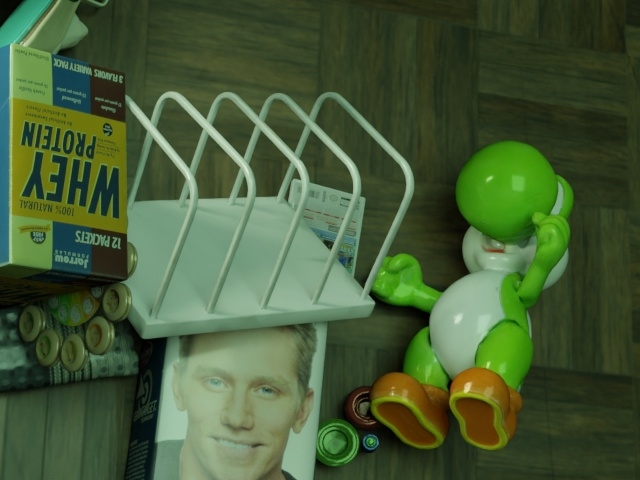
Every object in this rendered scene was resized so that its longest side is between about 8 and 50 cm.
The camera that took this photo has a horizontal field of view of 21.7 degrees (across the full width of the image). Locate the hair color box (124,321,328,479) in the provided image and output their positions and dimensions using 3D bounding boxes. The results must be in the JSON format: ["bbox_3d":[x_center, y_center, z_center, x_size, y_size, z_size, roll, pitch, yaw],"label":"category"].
[{"bbox_3d":[-0.101,0.222,1.691,0.174,0.105,0.347,11,72,-19],"label":"hair color box"}]

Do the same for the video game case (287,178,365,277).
[{"bbox_3d":[0.000,0.000,1.839,0.087,0.011,0.122,15,71,-17],"label":"video game case"}]

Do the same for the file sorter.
[{"bbox_3d":[-0.080,-0.039,1.653,0.277,0.173,0.193,-4,38,-38],"label":"file sorter"}]

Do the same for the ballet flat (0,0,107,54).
[{"bbox_3d":[-0.268,-0.257,1.773,0.086,0.086,0.248,30,67,-11],"label":"ballet flat"}]

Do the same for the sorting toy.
[{"bbox_3d":[0.036,0.204,1.788,0.061,0.042,0.102,42,77,11],"label":"sorting toy"}]

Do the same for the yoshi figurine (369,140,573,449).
[{"bbox_3d":[0.173,0.034,1.794,0.203,0.203,0.362,26,55,-1],"label":"yoshi figurine"}]

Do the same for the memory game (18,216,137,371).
[{"bbox_3d":[-0.239,0.034,1.601,0.012,0.186,0.186,11,70,-46],"label":"memory game"}]

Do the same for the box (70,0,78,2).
[{"bbox_3d":[-0.175,-0.564,1.556,0.297,0.472,0.480,36,31,-19],"label":"box"}]

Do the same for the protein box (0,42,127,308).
[{"bbox_3d":[-0.295,-0.053,1.565,0.136,0.200,0.201,10,73,-46],"label":"protein box"}]

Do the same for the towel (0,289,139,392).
[{"bbox_3d":[-0.355,-0.003,1.691,0.312,0.056,0.324,-6,80,-19],"label":"towel"}]
